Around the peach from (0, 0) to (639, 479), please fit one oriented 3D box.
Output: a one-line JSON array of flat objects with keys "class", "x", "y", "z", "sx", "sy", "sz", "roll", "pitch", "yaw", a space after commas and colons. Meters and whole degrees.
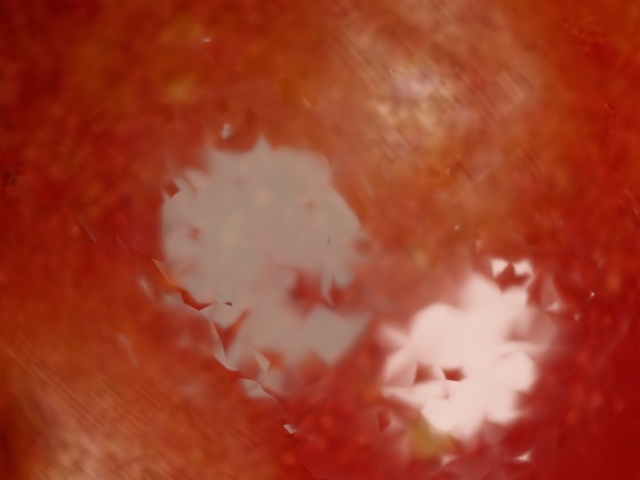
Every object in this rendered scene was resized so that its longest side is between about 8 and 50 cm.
[{"class": "peach", "x": 0.004, "y": 0.021, "z": 0.600, "sx": 0.310, "sy": 0.335, "sz": 0.406, "roll": 51, "pitch": 133, "yaw": 18}]
